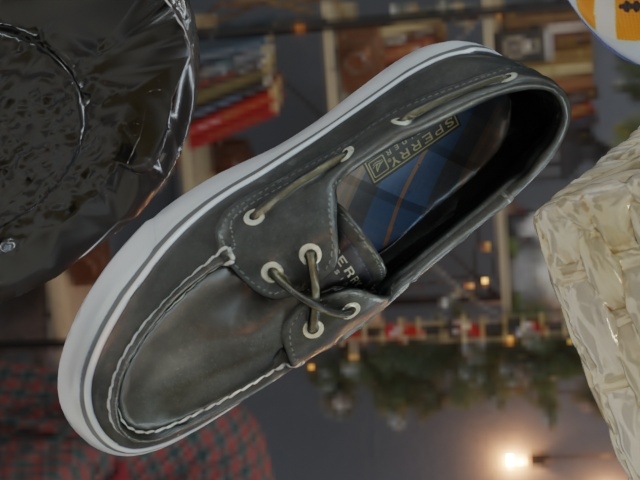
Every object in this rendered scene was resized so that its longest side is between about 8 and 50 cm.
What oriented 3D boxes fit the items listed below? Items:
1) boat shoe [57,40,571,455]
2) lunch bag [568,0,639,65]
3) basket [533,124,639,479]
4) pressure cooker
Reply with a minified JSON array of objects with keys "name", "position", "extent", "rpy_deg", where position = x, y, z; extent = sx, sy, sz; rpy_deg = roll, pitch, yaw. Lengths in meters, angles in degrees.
[{"name":"boat shoe","position":[0.000,0.000,0.346],"extent":[0.040,0.142,0.049],"rpy_deg":[23,-31,58]},{"name":"lunch bag","position":[0.143,-0.192,0.511],"extent":[0.243,0.115,0.303],"rpy_deg":[0,64,-41]},{"name":"basket","position":[0.338,0.046,0.785],"extent":[0.266,0.328,0.331],"rpy_deg":[-26,97,-57]},{"name":"pressure cooker","position":[-0.312,-0.201,1.002],"extent":[0.369,0.376,0.420],"rpy_deg":[96,-27,-47]}]
